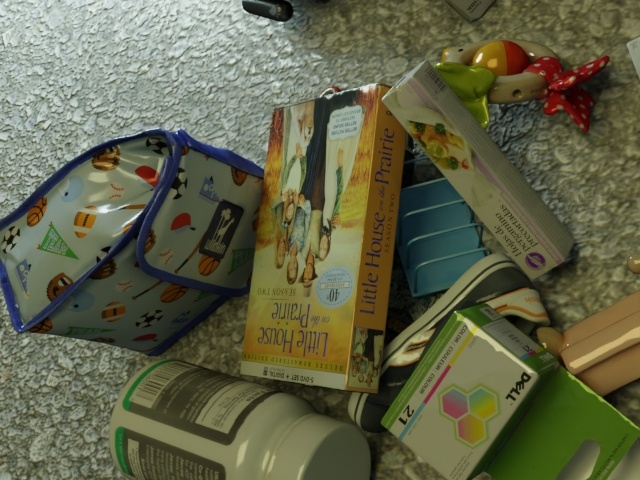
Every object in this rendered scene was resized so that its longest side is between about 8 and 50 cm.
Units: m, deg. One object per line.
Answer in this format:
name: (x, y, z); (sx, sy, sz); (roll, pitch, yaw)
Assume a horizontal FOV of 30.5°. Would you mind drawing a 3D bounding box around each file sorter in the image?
file sorter: (0.163, -0.025, 1.658); (0.118, 0.104, 0.170); (-14, 65, -3)

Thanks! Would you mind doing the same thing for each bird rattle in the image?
bird rattle: (0.267, -0.237, 1.643); (0.253, 0.143, 0.207); (-15, 35, 2)

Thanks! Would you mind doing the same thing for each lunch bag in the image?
lunch bag: (-0.265, -0.003, 1.841); (0.385, 0.327, 0.239); (-38, 62, 18)

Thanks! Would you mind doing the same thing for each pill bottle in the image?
pill bottle: (-0.120, 0.307, 1.722); (0.361, 0.204, 0.204); (12, 83, 37)

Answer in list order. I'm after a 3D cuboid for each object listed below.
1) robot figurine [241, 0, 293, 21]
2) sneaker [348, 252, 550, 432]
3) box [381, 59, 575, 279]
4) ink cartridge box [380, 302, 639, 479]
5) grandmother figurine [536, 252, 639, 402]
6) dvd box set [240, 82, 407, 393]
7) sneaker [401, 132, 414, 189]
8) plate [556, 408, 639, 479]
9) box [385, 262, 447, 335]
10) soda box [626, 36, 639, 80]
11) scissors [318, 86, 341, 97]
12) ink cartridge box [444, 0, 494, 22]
robot figurine: (-0.063, -0.495, 1.951); (0.278, 0.174, 0.209); (19, 64, 37)
sneaker: (0.174, 0.170, 1.606); (0.321, 0.126, 0.127); (-48, 53, 14)
box: (0.212, -0.093, 1.571); (0.324, 0.067, 0.063); (49, 129, -8)
ink cartridge box: (0.235, 0.228, 1.454); (0.255, 0.097, 0.189); (39, 110, 21)
grandmother figurine: (0.446, 0.088, 1.452); (0.342, 0.104, 0.208); (-36, 63, 22)
dvd box set: (0.000, 0.000, 1.703); (0.307, 0.062, 0.421); (-1, 80, 59)
sneaker: (0.051, -0.058, 1.781); (0.110, 0.107, 0.275); (27, 92, 46)
plate: (0.360, 0.397, 1.456); (0.277, 0.045, 0.278); (-48, 55, 14)
box: (0.115, 0.089, 1.727); (0.137, 0.027, 0.094); (27, 92, 33)
soda box: (0.519, -0.265, 1.530); (0.216, 0.069, 0.074); (-26, 63, 28)
scissors: (0.017, -0.144, 1.808); (0.109, 0.021, 0.297); (-44, 33, 16)
ink cartridge box: (0.195, -0.498, 1.801); (0.197, 0.114, 0.273); (-48, 56, 13)
